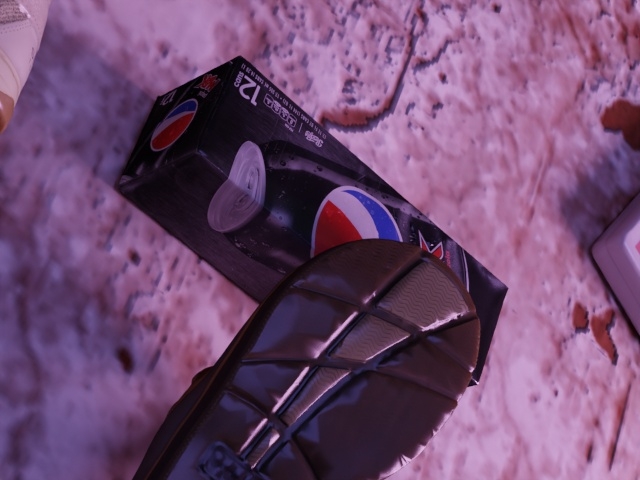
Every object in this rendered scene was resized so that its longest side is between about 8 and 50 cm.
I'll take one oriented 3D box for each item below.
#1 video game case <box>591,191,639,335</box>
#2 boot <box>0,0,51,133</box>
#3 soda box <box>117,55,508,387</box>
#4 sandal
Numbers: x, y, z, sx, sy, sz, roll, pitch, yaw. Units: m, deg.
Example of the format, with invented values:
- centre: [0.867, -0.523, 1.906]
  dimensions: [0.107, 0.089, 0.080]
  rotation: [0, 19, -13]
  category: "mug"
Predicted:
- centre: [0.272, 0.073, 1.018]
  dimensions: [0.204, 0.025, 0.285]
  rotation: [-42, 104, -45]
  category: "video game case"
- centre: [-0.164, -0.158, 0.653]
  dimensions: [0.213, 0.077, 0.165]
  rotation: [46, 48, -28]
  category: "boot"
- centre: [0.000, 0.000, 0.759]
  dimensions: [0.169, 0.060, 0.053]
  rotation: [39, 53, -26]
  category: "soda box"
- centre: [-0.024, 0.084, 0.695]
  dimensions: [0.090, 0.060, 0.219]
  rotation: [45, 69, -21]
  category: "sandal"
